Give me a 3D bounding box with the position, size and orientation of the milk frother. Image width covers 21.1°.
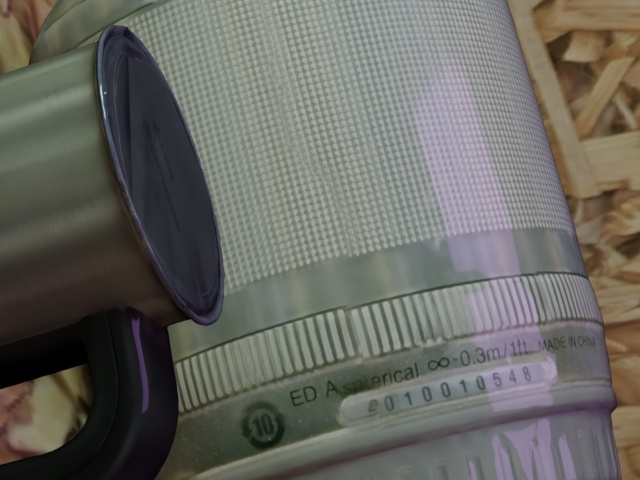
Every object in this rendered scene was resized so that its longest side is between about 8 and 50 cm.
[{"bbox_3d":[-0.091,0.021,0.497,0.143,0.134,0.129,-18,92,-79],"label":"milk frother"}]

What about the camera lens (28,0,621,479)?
[{"bbox_3d":[0.000,0.000,0.761,0.219,0.219,0.274,35,39,-73],"label":"camera lens"}]
